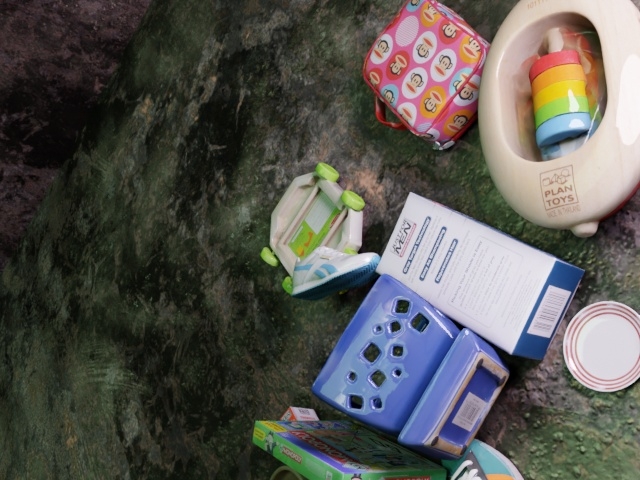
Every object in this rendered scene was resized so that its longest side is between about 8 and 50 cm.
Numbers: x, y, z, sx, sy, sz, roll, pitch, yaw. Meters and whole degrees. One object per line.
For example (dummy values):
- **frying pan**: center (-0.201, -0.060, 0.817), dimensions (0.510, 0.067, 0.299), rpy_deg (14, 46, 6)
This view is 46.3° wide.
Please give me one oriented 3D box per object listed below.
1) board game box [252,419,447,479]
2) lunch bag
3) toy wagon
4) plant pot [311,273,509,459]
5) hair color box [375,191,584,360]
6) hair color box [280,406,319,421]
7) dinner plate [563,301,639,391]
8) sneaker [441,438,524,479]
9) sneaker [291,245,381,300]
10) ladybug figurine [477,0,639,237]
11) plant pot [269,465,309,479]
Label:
- **board game box**: center (0.042, 0.384, 1.342), dimensions (0.317, 0.213, 0.046), rpy_deg (6, 88, 59)
- **lunch bag**: center (0.212, -0.332, 1.519), dimensions (0.258, 0.120, 0.293), rpy_deg (-51, 47, 23)
- **toy wagon**: center (0.000, 0.000, 1.673), dimensions (0.267, 0.068, 0.344), rpy_deg (-56, 45, 18)
- **plant pot**: center (0.165, 0.226, 1.240), dimensions (0.212, 0.236, 0.236), rpy_deg (28, 84, 36)
- **hair color box**: center (0.271, 0.055, 1.335), dimensions (0.347, 0.105, 0.174), rpy_deg (32, 101, 47)
- **hair color box**: center (-0.021, 0.414, 1.551), dimensions (0.043, 0.072, 0.141), rpy_deg (-52, 45, 20)
- **dinner plate**: center (0.449, 0.166, 1.174), dimensions (0.141, 0.017, 0.141), rpy_deg (-17, 66, 43)
- **sneaker**: center (0.274, 0.431, 1.192), dimensions (0.108, 0.121, 0.302), rpy_deg (-57, 43, 18)
- **sneaker**: center (0.026, 0.054, 1.516), dimensions (0.228, 0.087, 0.092), rpy_deg (-19, 62, 39)
- **ladybug figurine**: center (0.416, -0.213, 1.230), dimensions (0.305, 0.161, 0.450), rpy_deg (-14, 66, 43)
- **plant pot**: center (-0.016, 0.555, 1.448), dimensions (0.237, 0.109, 0.238), rpy_deg (-17, 71, 60)
